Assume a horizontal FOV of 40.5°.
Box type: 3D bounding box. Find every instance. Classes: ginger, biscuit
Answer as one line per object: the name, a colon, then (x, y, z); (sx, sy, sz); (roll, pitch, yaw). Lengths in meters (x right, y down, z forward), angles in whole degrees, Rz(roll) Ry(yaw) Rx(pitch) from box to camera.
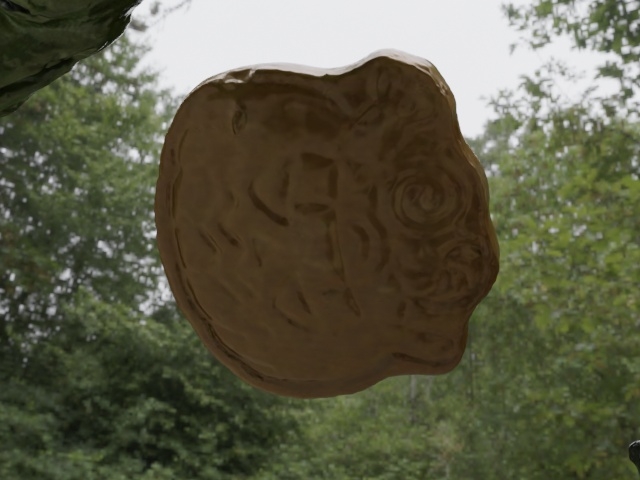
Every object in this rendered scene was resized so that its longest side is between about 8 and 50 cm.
ginger: (-0.195, -0.154, 0.566); (0.290, 0.089, 0.137); (-29, 2, 24)
biscuit: (0.000, 0.001, 0.915); (0.365, 0.062, 0.385); (-6, -66, 15)

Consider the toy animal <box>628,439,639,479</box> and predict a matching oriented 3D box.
toy animal: (0.305, 0.232, 0.728); (0.114, 0.146, 0.245); (30, -64, -6)
